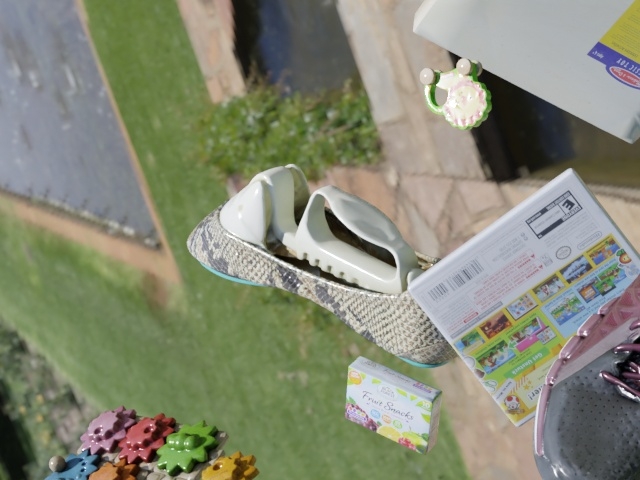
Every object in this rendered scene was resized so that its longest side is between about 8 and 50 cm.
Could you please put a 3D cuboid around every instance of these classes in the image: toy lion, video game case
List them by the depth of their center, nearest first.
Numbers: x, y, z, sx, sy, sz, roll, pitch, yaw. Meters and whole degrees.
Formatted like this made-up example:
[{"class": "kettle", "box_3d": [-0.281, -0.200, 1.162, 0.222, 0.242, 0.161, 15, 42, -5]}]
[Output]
[{"class": "video game case", "box_3d": [0.247, 0.066, 1.356, 0.206, 0.227, 0.026, 51, -165, -6]}, {"class": "toy lion", "box_3d": [0.190, -0.199, 1.704, 0.100, 0.034, 0.096, -9, 84, 39]}]

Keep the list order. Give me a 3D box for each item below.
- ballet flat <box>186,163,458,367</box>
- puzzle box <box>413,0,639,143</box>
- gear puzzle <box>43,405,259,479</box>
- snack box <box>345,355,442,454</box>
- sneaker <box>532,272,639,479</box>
[{"class": "ballet flat", "box_3d": [0.000, 0.000, 1.583, 0.483, 0.164, 0.182, 24, 138, 39]}, {"class": "puzzle box", "box_3d": [0.378, -0.324, 1.806, 0.272, 0.409, 0.052, -52, 21, 41]}, {"class": "gear puzzle", "box_3d": [-0.213, 0.280, 1.511, 0.339, 0.175, 0.044, 2, 132, 42]}, {"class": "snack box", "box_3d": [0.106, 0.240, 1.793, 0.141, 0.037, 0.100, 21, 125, 27]}, {"class": "sneaker", "box_3d": [0.236, 0.040, 0.815, 0.106, 0.281, 0.162, 28, 152, 17]}]
